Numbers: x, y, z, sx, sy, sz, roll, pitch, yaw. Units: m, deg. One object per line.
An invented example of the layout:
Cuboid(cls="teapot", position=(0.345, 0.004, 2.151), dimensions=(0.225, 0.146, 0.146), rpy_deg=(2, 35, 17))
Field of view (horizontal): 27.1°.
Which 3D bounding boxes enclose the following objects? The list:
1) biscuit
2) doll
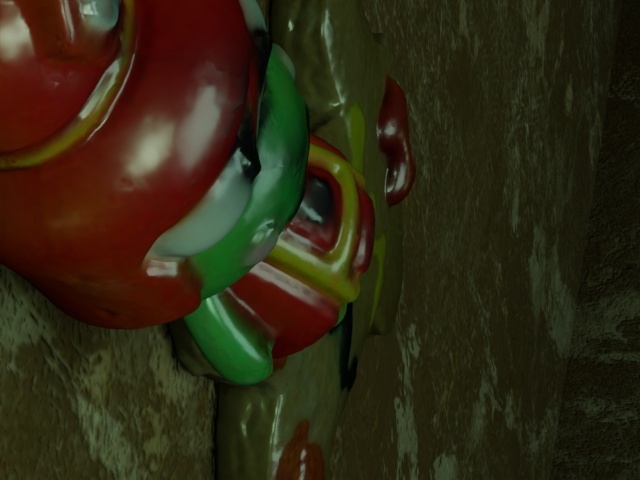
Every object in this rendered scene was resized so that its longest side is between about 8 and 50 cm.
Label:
Cuboid(cls="biscuit", position=(0.000, 0.000, 1.030), dimensions=(0.394, 0.076, 0.368), rpy_deg=(-62, 150, -49))
Cuboid(cls="doll", position=(-0.094, -0.054, 0.634), dimensions=(0.363, 0.160, 0.183), rpy_deg=(48, 47, -60))
